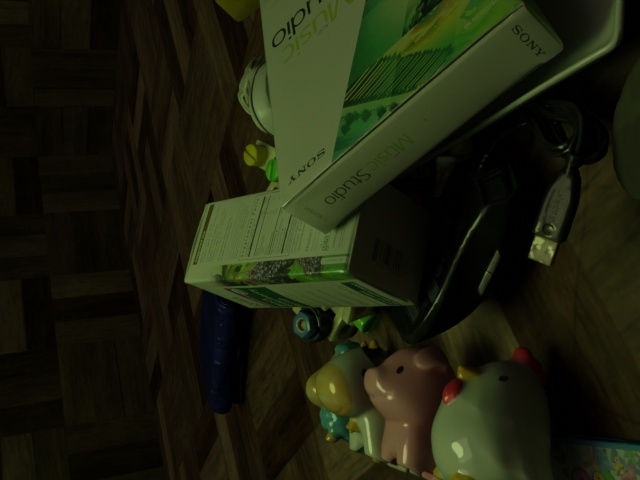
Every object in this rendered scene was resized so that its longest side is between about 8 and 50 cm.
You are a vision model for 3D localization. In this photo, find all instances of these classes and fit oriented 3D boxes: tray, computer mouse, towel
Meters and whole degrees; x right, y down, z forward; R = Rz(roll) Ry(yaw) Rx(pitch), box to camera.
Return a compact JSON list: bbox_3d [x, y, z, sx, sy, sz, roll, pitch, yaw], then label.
[{"bbox_3d":[0.143,-0.146,0.554,0.270,0.030,0.145,-29,44,61],"label":"tray"},{"bbox_3d":[0.147,-0.004,0.566,0.184,0.060,0.262,-116,45,-64],"label":"computer mouse"},{"bbox_3d":[-0.207,0.190,1.481,0.227,0.076,0.308,-115,29,-54],"label":"towel"}]

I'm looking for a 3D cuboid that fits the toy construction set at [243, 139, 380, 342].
[{"bbox_3d":[0.000,0.000,0.861,0.215,0.151,0.327,-65,34,24],"label":"toy construction set"}]

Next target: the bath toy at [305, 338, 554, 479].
[{"bbox_3d":[0.095,0.159,0.673,0.129,0.151,0.348,-66,16,-16],"label":"bath toy"}]

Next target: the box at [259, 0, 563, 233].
[{"bbox_3d":[0.047,-0.192,0.595,0.232,0.058,0.322,-38,42,29],"label":"box"}]

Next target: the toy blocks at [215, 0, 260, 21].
[{"bbox_3d":[-0.105,-0.453,0.822,0.191,0.381,0.260,-29,57,21],"label":"toy blocks"}]

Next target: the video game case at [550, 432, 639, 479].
[{"bbox_3d":[0.217,0.214,0.537,0.166,0.015,0.119,152,111,-66],"label":"video game case"}]

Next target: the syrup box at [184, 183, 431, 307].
[{"bbox_3d":[-0.020,0.009,0.664,0.237,0.093,0.096,-8,63,45],"label":"syrup box"}]

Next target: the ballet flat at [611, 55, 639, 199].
[{"bbox_3d":[0.236,-0.125,0.383,0.084,0.058,0.249,-114,24,-44],"label":"ballet flat"}]

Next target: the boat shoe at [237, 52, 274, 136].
[{"bbox_3d":[-0.063,-0.193,0.886,0.096,0.088,0.267,51,-156,-28],"label":"boat shoe"}]

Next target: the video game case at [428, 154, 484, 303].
[{"bbox_3d":[0.118,-0.016,0.721,0.157,0.019,0.143,-167,74,-67],"label":"video game case"}]

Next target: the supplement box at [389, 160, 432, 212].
[{"bbox_3d":[0.081,-0.050,0.705,0.043,0.055,0.083,-156,62,-65],"label":"supplement box"}]
